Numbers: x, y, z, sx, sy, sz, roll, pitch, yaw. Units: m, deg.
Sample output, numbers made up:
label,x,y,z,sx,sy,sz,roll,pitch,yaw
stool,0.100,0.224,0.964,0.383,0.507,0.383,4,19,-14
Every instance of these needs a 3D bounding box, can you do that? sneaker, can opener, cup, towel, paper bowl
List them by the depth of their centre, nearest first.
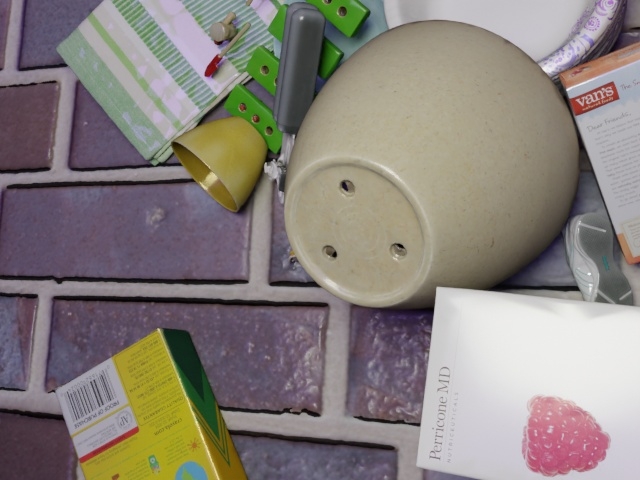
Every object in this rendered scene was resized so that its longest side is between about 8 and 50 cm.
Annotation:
label,x,y,z,sx,sy,sz,roll,pitch,yaw
cup,0.092,-0.053,0.867,0.331,0.237,0.331,15,122,25
sneaker,0.329,0.039,0.939,0.054,0.061,0.152,-16,95,-11
paper bowl,0.232,-0.297,0.979,0.284,0.148,0.284,-4,80,21
can opener,-0.023,-0.172,1.050,0.093,0.074,0.280,-2,118,-14
towel,-0.212,-0.305,1.184,0.325,0.038,0.248,-40,86,12

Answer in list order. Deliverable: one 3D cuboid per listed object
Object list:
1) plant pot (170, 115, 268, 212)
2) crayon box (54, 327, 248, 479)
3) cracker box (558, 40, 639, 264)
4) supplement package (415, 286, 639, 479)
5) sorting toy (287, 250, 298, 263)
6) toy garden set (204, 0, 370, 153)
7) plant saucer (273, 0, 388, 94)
label,x,y,z,sx,sy,sz,roll,pitch,yaw
plant pot,-0.131,-0.120,1.113,0.134,0.134,0.095,40,75,22
crayon box,-0.225,0.308,1.091,0.202,0.081,0.318,-30,71,15
cracker box,0.378,-0.104,0.867,0.156,0.067,0.232,-20,113,17
supplement package,0.261,0.152,0.750,0.293,0.175,0.177,4,82,23
sorting toy,0.000,0.000,1.084,0.083,0.045,0.075,13,67,23
toy garden set,-0.065,-0.281,1.094,0.204,0.049,0.244,43,122,10
plant saucer,0.025,-0.273,1.094,0.195,0.037,0.194,8,108,28
